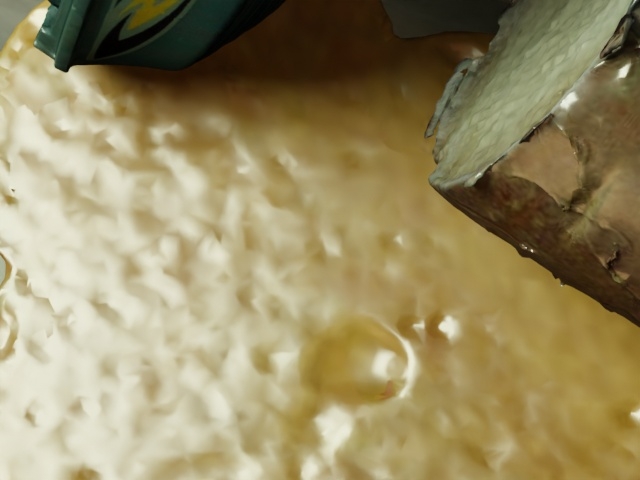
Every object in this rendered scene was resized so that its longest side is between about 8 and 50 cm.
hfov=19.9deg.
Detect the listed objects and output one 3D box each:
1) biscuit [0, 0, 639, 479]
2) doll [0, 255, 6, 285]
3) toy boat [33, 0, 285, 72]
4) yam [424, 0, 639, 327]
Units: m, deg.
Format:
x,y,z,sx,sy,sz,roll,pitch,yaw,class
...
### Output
x,y,z,sx,sy,sz,roll,pitch,yaw,class
0.021,0.056,0.621,0.376,0.269,0.051,61,179,13,biscuit
-0.160,-0.032,0.858,0.144,0.208,0.271,-52,60,30,doll
-0.036,-0.130,0.503,0.122,0.114,0.296,25,151,-11,toy boat
0.172,0.009,0.540,0.280,0.131,0.131,33,156,-3,yam
